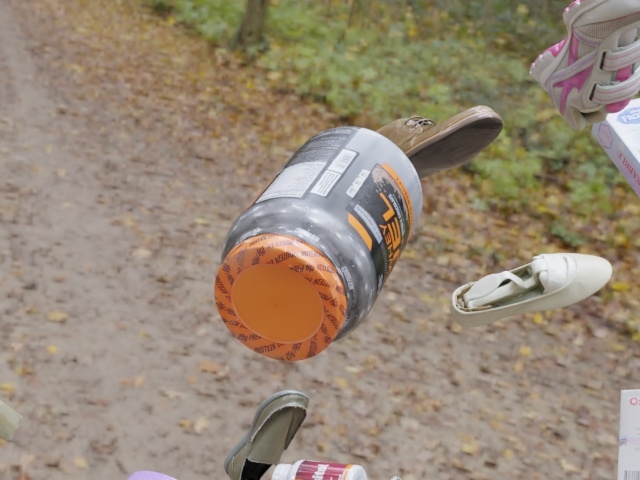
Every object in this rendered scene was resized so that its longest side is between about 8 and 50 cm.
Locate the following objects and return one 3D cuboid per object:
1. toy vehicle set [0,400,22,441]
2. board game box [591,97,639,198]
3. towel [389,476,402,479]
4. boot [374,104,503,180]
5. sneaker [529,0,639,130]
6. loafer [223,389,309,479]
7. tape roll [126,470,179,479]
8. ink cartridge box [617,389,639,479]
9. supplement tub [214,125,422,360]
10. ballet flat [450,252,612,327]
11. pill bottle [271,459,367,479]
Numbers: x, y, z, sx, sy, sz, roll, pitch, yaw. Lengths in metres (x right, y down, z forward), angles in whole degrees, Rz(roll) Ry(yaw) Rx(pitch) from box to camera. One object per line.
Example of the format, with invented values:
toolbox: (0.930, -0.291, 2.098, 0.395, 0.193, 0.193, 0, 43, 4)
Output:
toy vehicle set: (-0.513, 0.163, 1.305, 0.266, 0.035, 0.166, 21, -21, 16)
board game box: (0.685, -0.139, 1.814, 0.318, 0.066, 0.318, -14, 52, -12)
towel: (0.042, 0.553, 1.715, 0.056, 0.312, 0.324, 42, 6, -10)
boot: (0.162, -0.163, 1.700, 0.112, 0.115, 0.305, 12, -27, -37)
sneaker: (0.327, -0.207, 1.192, 0.103, 0.111, 0.252, -22, -14, -11)
loafer: (-0.095, 0.389, 2.014, 0.094, 0.251, 0.087, 17, 30, -29)
tape roll: (-0.197, 0.460, 1.533, 0.274, 0.275, 0.090, 19, 51, 25)
ink cartridge box: (0.641, 0.392, 1.872, 0.171, 0.233, 0.168, -7, -24, 40)
supplement tub: (0.000, 0.000, 1.395, 0.207, 0.207, 0.338, 15, 33, 13)
ballet flat: (0.308, 0.067, 1.576, 0.248, 0.086, 0.086, -21, 11, 13)
pill bottle: (-0.003, 0.419, 1.796, 0.152, 0.086, 0.086, -1, 10, 25)
